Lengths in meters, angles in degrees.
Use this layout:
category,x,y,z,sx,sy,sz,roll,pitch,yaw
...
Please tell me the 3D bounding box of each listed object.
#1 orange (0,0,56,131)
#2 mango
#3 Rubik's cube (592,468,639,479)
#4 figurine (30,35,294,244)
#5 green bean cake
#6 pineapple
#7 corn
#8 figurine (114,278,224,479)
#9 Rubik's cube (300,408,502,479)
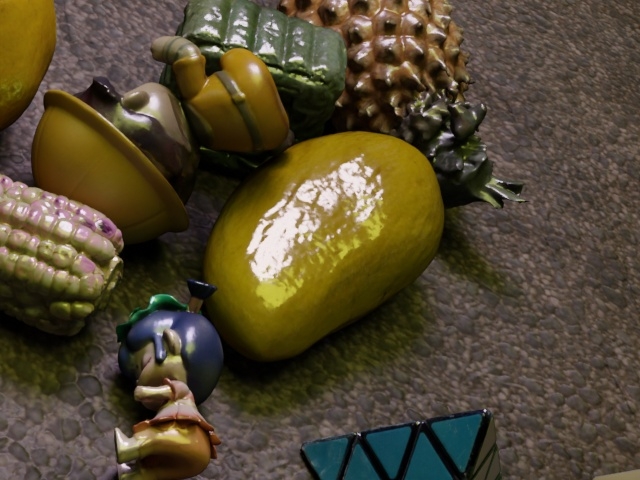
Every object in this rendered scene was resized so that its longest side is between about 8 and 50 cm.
category,x,y,z,sx,sy,sz,roll,pitch,yaw
orange,-0.392,-0.218,1.471,0.279,0.235,0.279,12,48,-13
mango,-0.004,-0.006,1.546,0.195,0.142,0.331,41,48,21
Rubik's cube,0.301,0.316,1.322,0.224,0.213,0.265,26,42,-5
figurine,-0.158,-0.097,1.480,0.257,0.192,0.167,-26,32,5
green bean cake,-0.080,-0.157,1.628,0.183,0.185,0.094,17,46,-13
pineapple,0.101,-0.154,1.729,0.223,0.223,0.357,-12,62,-38
corn,-0.339,-0.024,1.384,0.335,0.127,0.127,25,40,-4
figurine,-0.133,0.134,1.365,0.102,0.111,0.195,0,48,-7
Rubik's cube,0.129,0.203,1.376,0.190,0.178,0.211,-9,54,-41
